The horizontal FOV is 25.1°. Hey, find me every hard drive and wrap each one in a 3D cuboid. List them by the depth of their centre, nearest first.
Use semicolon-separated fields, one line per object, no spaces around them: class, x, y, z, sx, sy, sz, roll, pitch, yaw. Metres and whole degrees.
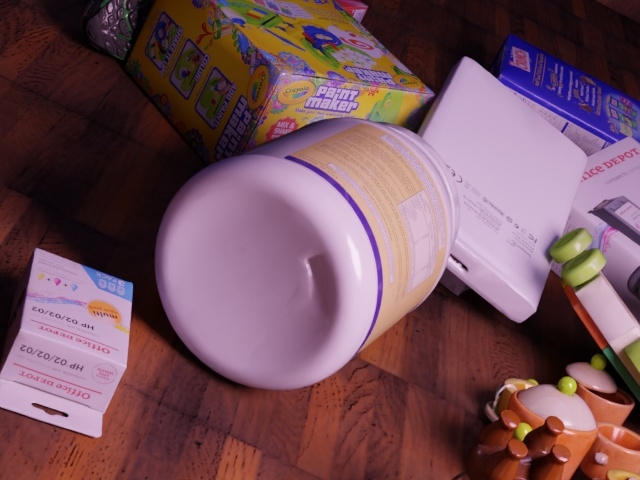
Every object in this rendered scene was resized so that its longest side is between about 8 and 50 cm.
hard drive;0.223;-0.077;1.893;0.233;0.047;0.353;39;41;-8

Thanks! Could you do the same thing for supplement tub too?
supplement tub;0.000;0.000;1.535;0.241;0.241;0.331;35;26;13

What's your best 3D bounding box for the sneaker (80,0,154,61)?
sneaker;-0.272;-0.350;2.078;0.146;0.134;0.343;7;27;11

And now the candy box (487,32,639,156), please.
candy box;0.431;-0.210;2.509;0.317;0.122;0.268;29;26;-2

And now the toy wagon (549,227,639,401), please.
toy wagon;0.380;0.127;1.742;0.267;0.068;0.344;53;10;-8

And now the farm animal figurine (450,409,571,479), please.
farm animal figurine;0.180;0.330;1.217;0.327;0.172;0.330;-14;55;-39

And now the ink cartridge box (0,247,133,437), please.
ink cartridge box;-0.234;0.092;1.329;0.104;0.061;0.181;21;27;-16

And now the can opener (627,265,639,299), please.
can opener;0.499;0.149;1.874;0.283;0.095;0.076;38;4;-16

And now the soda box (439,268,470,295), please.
soda box;0.219;0.007;1.946;0.074;0.069;0.216;38;27;19

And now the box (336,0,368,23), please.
box;-0.058;-0.340;2.236;0.122;0.128;0.257;39;27;21

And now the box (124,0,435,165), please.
box;-0.056;-0.218;1.955;0.290;0.177;0.279;3;36;-44

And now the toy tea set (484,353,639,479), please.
toy tea set;0.286;0.188;1.566;0.200;0.124;0.336;19;15;-3

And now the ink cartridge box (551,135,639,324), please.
ink cartridge box;0.472;0.011;2.066;0.226;0.131;0.306;-25;57;-37
